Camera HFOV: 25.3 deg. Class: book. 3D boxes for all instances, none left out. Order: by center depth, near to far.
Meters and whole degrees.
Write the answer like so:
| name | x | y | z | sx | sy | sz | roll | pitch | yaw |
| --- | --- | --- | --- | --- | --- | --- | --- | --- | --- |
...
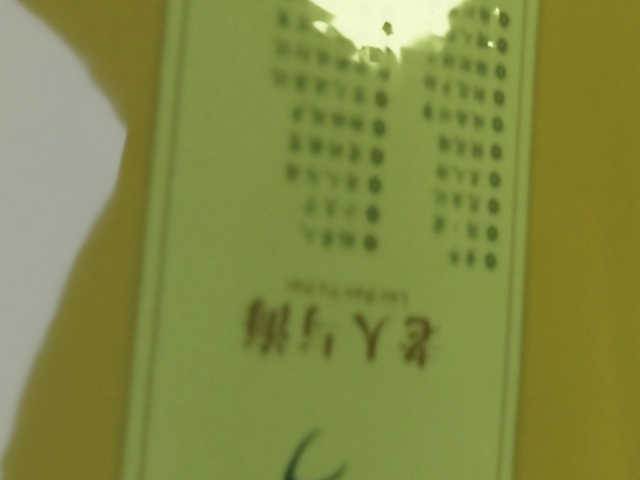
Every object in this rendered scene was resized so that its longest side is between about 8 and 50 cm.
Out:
| name | x | y | z | sx | sy | sz | roll | pitch | yaw |
| --- | --- | --- | --- | --- | --- | --- | --- | --- | --- |
| book | 0.000 | 0.000 | 0.388 | 0.269 | 0.032 | 0.389 | 10 | 84 | -31 |
